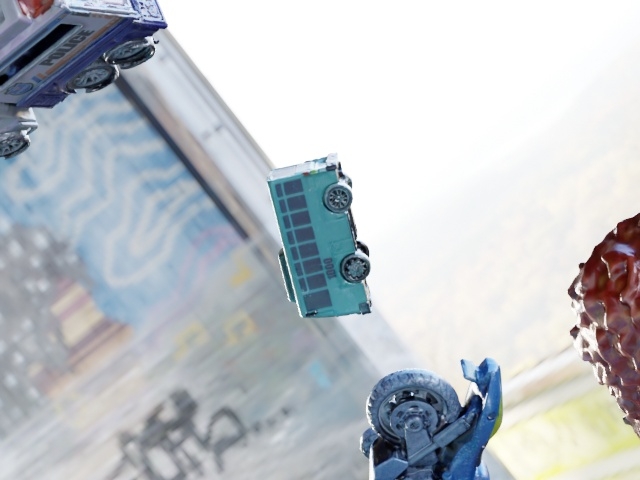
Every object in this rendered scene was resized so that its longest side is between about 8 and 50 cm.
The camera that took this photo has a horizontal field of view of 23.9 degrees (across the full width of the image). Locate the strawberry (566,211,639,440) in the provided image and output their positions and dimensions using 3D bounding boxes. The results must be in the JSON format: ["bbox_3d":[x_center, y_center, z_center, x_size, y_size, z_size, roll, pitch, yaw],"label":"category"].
[{"bbox_3d":[0.224,0.044,0.749,0.188,0.106,0.286,-14,-47,-6],"label":"strawberry"}]

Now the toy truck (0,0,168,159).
[{"bbox_3d":[-0.278,-0.174,1.332,0.268,0.124,0.155,-31,-16,32],"label":"toy truck"}]

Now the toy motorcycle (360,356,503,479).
[{"bbox_3d":[0.103,0.205,1.265,0.136,0.254,0.092,-1,33,-2],"label":"toy motorcycle"}]

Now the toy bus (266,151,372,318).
[{"bbox_3d":[0.000,0.000,1.538,0.092,0.160,0.079,-13,13,5],"label":"toy bus"}]
